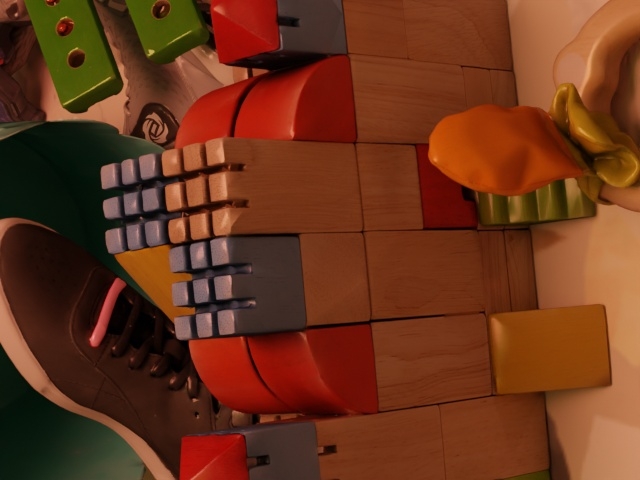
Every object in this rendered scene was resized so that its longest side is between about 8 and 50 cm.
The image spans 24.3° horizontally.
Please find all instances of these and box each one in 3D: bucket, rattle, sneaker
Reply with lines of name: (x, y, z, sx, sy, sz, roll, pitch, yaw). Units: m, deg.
bucket: (-0.223, 0.042, 1.065, 0.183, 0.281, 0.281, 11, 99, 48)
rattle: (0.172, -0.091, 0.745, 0.199, 0.142, 0.130, -19, 59, 50)
sneaker: (-0.138, -0.132, 1.095, 0.228, 0.086, 0.132, 41, 121, 36)
sneaker: (-0.082, 0.077, 0.950, 0.146, 0.296, 0.105, -16, 38, 34)

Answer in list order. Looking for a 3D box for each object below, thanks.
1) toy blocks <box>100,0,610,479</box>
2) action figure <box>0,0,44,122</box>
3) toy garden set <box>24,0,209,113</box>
toy blocks: (0.000, 0.000, 0.830, 0.190, 0.260, 0.382, -9, 84, 45)
action figure: (-0.335, -0.256, 1.186, 0.330, 0.341, 0.179, 26, 74, 36)
toy garden set: (-0.093, -0.223, 1.011, 0.244, 0.049, 0.204, -28, 67, 12)
